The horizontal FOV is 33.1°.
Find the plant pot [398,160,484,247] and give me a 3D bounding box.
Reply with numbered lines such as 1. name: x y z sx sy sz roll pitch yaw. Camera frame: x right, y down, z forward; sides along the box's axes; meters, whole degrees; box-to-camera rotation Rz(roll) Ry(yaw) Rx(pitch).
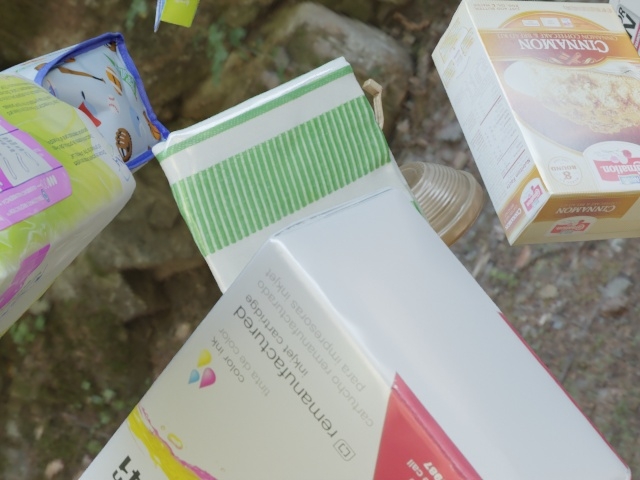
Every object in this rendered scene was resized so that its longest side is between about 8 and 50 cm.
1. plant pot: 0.171 -0.067 1.970 0.237 0.110 0.237 -32 25 17

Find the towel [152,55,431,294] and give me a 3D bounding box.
1. towel: 0.000 0.000 1.103 0.247 0.325 0.038 -28 3 -24

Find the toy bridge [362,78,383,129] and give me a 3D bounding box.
1. toy bridge: 0.089 -0.223 2.097 0.026 0.063 0.188 -22 43 52

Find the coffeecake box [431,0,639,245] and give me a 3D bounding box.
1. coffeecake box: 0.186 -0.093 0.821 0.068 0.142 0.186 119 141 -51

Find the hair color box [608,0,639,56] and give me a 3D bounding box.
1. hair color box: 0.459 -0.145 1.099 0.374 0.113 0.185 44 150 31

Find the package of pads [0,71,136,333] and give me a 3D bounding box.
1. package of pads: -0.203 0.030 0.472 0.229 0.101 0.296 -46 7 6

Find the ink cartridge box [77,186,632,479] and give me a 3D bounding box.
1. ink cartridge box: -0.002 0.153 0.670 0.226 0.131 0.306 50 127 13

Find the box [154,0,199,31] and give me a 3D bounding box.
1. box: -0.143 -0.324 1.198 0.178 0.042 0.109 122 156 -51

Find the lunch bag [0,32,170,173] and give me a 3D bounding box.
1. lunch bag: -0.423 -0.111 1.494 0.327 0.239 0.385 -26 10 14
